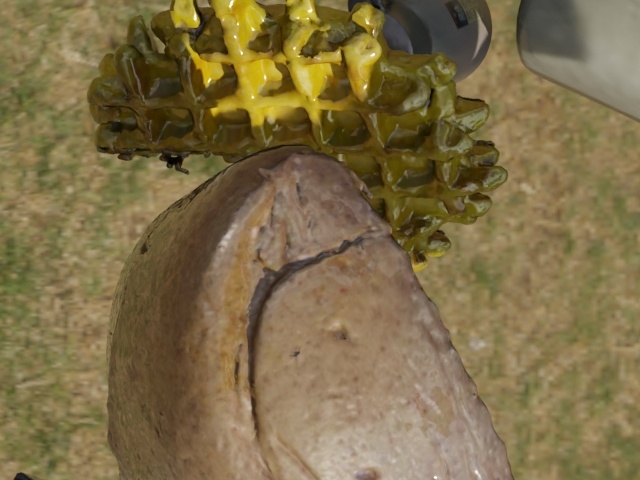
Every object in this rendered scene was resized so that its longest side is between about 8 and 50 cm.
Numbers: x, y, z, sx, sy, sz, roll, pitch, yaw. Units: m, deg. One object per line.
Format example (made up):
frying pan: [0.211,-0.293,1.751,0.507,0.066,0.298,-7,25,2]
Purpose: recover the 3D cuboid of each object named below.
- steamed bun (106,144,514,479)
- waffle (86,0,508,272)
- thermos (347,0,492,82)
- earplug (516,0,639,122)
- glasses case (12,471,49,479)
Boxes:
steamed bun: [-0.024,0.108,0.870,0.199,0.251,0.301,-29,97,-8]
waffle: [-0.012,-0.067,1.061,0.293,0.259,0.069,35,46,-21]
thermos: [0.064,-0.179,1.212,0.193,0.105,0.137,-35,119,-65]
earplug: [0.397,-0.198,1.193,0.313,0.394,0.313,-52,160,-28]
glasses case: [-0.214,0.284,1.422,0.062,0.095,0.272,-58,159,-6]
